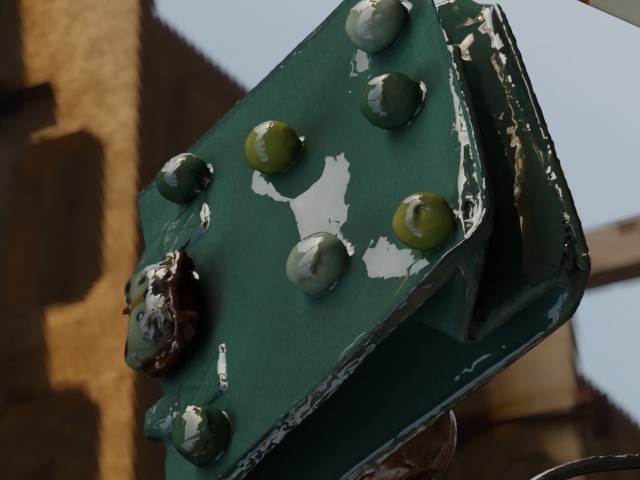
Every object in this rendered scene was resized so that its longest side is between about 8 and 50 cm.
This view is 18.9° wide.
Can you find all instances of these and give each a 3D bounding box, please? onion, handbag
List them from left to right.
[{"bbox_3d":[-0.002,-0.003,1.055,0.100,0.274,0.269,32,-147,-36],"label":"handbag"},{"bbox_3d":[0.072,0.164,1.747,0.206,0.098,0.151,16,-106,-71],"label":"onion"}]

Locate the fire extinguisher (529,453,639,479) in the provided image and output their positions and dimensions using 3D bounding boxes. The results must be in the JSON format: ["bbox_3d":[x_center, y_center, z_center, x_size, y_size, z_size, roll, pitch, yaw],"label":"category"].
[{"bbox_3d":[0.329,0.284,1.928,0.200,0.376,0.113,57,-179,9],"label":"fire extinguisher"}]

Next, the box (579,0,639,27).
[{"bbox_3d":[0.292,-0.355,1.554,0.225,0.143,0.341,-135,41,-66],"label":"box"}]
